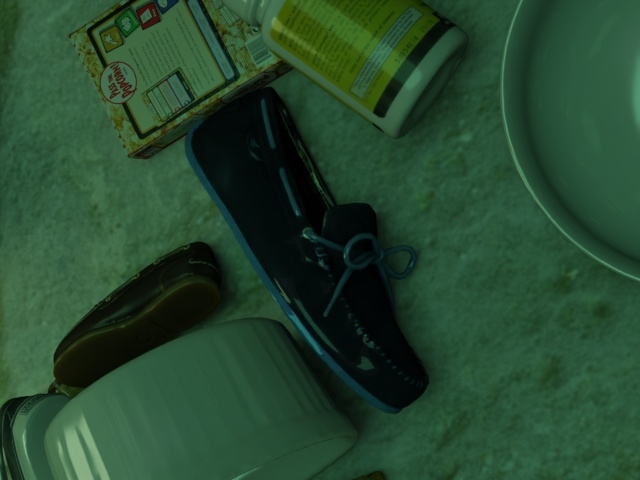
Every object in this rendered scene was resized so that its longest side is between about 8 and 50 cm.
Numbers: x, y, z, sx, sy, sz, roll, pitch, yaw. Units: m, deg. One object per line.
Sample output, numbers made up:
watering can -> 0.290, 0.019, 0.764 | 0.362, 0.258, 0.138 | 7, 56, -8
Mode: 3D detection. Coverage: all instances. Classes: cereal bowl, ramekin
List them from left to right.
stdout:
ramekin -> -0.116, 0.185, 1.161 | 0.277, 0.277, 0.135 | -33, 72, 17
cereal bowl -> 0.327, -0.125, 1.057 | 0.339, 0.141, 0.339 | 1, 92, 20

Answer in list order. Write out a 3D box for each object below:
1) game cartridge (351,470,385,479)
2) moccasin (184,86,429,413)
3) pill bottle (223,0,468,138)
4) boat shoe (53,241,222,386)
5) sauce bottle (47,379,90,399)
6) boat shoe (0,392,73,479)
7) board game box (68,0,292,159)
game cartridge -> 0.001, 0.426, 1.241 | 0.285, 0.052, 0.324 | -26, 85, 18
moccasin -> 0.000, 0.000, 1.181 | 0.117, 0.138, 0.342 | -39, 80, 12
pill bottle -> 0.021, -0.198, 1.165 | 0.208, 0.119, 0.119 | 36, 103, 8
boat shoe -> -0.187, 0.076, 1.290 | 0.207, 0.073, 0.073 | -30, 44, 15
sauce bottle -> -0.227, 0.187, 1.317 | 0.128, 0.042, 0.042 | 40, 104, 12
boat shoe -> -0.268, 0.304, 1.306 | 0.102, 0.108, 0.301 | -8, 101, 47
board game box -> -0.140, -0.192, 1.272 | 0.193, 0.045, 0.147 | -29, 82, 18
